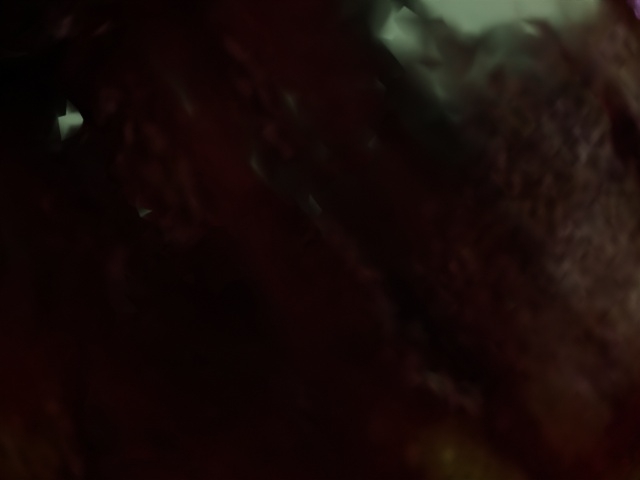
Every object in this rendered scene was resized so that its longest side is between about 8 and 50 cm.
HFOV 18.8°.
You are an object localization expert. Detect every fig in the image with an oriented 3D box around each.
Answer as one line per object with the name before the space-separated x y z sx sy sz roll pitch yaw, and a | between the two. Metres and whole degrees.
fig | -0.005 -0.005 0.507 0.263 0.224 0.224 44 33 -10
